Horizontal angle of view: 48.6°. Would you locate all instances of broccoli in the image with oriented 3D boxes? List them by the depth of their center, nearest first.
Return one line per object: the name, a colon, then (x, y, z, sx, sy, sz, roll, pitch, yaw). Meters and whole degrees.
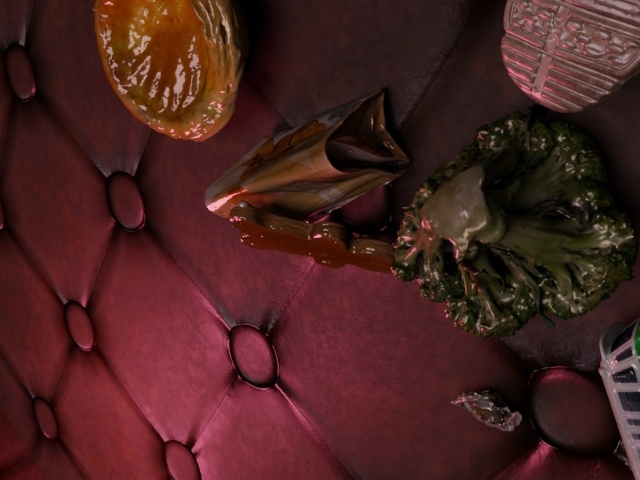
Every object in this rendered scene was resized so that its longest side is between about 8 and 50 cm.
broccoli: (0.239, -0.014, 0.938, 0.321, 0.283, 0.304, -47, 61, 21)

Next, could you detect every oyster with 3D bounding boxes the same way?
oyster: (0.280, 0.279, 1.176, 0.100, 0.037, 0.098, 34, 146, 3)

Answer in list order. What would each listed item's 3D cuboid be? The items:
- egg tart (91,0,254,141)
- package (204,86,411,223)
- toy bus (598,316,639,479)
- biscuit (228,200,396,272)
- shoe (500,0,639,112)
egg tart: (-0.260, -0.378, 1.318, 0.387, 0.169, 0.388, 18, 120, 35)
package: (-0.012, -0.103, 1.201, 0.311, 0.221, 0.165, -17, 114, 43)
toy bus: (0.468, 0.220, 0.915, 0.164, 0.133, 0.276, -17, 93, 43)
biscuit: (0.000, 0.000, 1.204, 0.301, 0.197, 0.049, 13, 76, 4)
shoe: (0.359, -0.302, 0.783, 0.172, 0.198, 0.351, 44, 126, 23)
